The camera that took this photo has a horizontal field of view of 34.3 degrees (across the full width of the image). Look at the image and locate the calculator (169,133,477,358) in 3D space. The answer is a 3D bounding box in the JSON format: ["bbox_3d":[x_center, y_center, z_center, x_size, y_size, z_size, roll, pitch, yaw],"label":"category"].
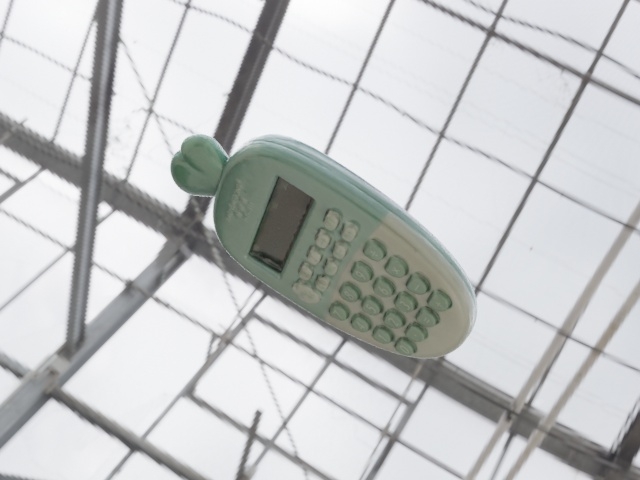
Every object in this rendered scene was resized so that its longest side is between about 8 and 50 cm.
[{"bbox_3d":[0.000,0.000,0.455,0.153,0.021,0.095,35,-34,7],"label":"calculator"}]
